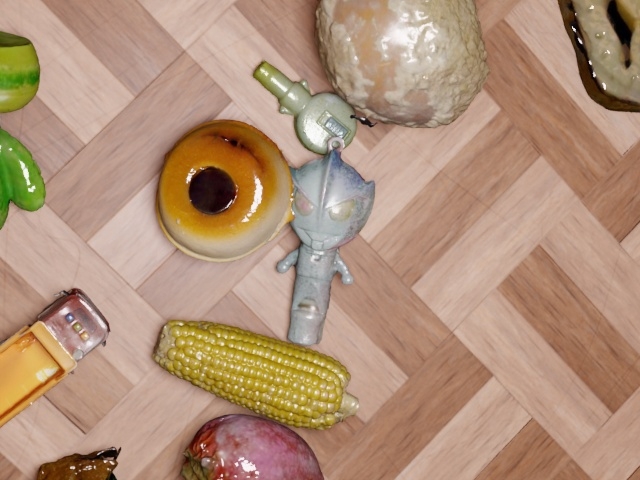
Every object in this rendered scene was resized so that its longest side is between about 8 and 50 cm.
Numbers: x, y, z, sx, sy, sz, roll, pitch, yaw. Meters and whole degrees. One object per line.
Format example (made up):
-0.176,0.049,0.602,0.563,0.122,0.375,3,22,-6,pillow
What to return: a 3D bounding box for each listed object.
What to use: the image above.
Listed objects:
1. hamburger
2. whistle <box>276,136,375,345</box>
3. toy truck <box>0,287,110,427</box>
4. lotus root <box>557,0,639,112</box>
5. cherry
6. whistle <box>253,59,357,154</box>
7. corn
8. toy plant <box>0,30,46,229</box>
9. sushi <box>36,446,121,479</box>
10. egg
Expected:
-0.154,-0.080,1.589,0.237,0.147,0.237,0,88,7,hamburger
0.001,0.000,1.657,0.142,0.134,0.346,6,102,-16,whistle
-0.456,0.190,1.557,0.270,0.135,0.114,-39,100,-7,toy truck
0.581,-0.413,1.757,0.375,0.111,0.390,26,92,-11,lotus root
-0.104,0.376,1.627,0.250,0.175,0.192,13,116,-21,cherry
-0.025,-0.223,1.661,0.198,0.057,0.104,40,85,-13,whistle
-0.099,0.214,1.640,0.347,0.130,0.130,21,89,-9,corn
-0.522,-0.153,1.522,0.224,0.184,0.315,8,108,-8,toy plant
-0.388,0.463,1.583,0.140,0.149,0.287,9,87,-16,sushi
0.128,-0.318,1.589,0.279,0.279,0.310,-53,127,-4,egg
